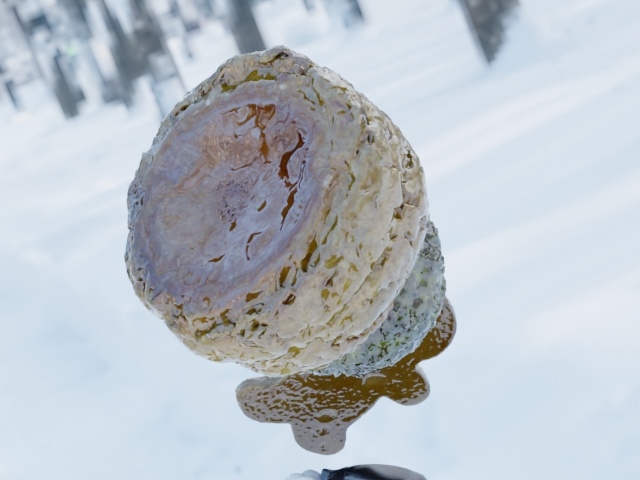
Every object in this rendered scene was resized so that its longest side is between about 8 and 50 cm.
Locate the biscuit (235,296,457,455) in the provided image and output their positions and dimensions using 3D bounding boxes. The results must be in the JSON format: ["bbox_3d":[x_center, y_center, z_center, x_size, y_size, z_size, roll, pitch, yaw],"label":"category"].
[{"bbox_3d":[0.034,0.105,1.658,0.205,0.138,0.031,-40,34,28],"label":"biscuit"}]

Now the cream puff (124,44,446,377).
[{"bbox_3d":[0.000,0.000,1.099,0.183,0.183,0.169,-16,-29,34],"label":"cream puff"}]

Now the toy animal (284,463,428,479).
[{"bbox_3d":[0.036,0.286,1.587,0.156,0.204,0.208,6,-2,30],"label":"toy animal"}]
